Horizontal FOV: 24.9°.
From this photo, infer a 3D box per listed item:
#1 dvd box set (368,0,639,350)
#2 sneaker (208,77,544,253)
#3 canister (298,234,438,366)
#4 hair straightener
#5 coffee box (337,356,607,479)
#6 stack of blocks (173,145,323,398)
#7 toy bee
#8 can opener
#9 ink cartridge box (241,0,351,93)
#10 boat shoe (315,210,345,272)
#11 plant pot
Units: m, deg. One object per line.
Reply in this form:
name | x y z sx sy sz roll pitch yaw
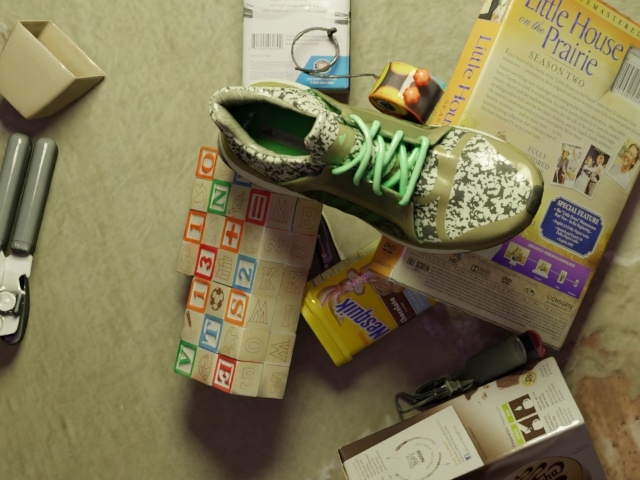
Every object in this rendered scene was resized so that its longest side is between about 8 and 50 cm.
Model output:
dvd box set | 0.265 -0.101 1.799 0.308 0.062 0.420 22 92 -35
sneaker | 0.044 -0.088 1.629 0.410 0.182 0.158 15 89 18
canister | 0.063 0.070 1.874 0.170 0.073 0.126 -32 123 1
hair straightener | 0.172 0.172 1.839 0.230 0.089 0.047 -26 78 39
coffee box | 0.193 0.289 1.820 0.297 0.168 0.119 -24 44 4
stack of blocks | -0.101 0.038 1.852 0.087 0.171 0.297 10 92 -39
toy bee | 0.117 -0.157 1.801 0.298 0.162 0.195 10 89 -19
can opener | -0.411 -0.003 1.932 0.074 0.093 0.280 10 82 3
ink cartridge box | -0.029 -0.290 1.897 0.140 0.082 0.190 1 89 4
boat shoe | 0.000 0.000 1.910 0.042 0.049 0.133 -23 92 -4
plant pot | -0.370 -0.220 1.918 0.109 0.109 0.096 44 105 4
